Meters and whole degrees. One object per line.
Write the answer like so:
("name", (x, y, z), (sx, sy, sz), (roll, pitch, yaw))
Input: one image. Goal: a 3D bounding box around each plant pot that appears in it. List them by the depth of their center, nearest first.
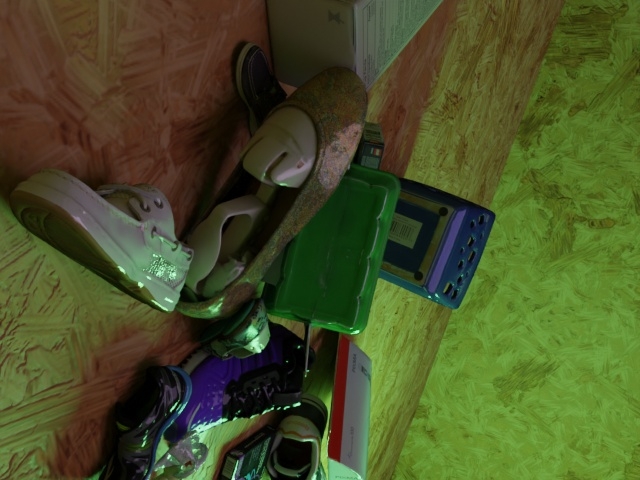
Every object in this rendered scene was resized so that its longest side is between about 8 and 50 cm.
("plant pot", (0.207, -0.004, 1.422), (0.212, 0.235, 0.236), (13, 100, -62))

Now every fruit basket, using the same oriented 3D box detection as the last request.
("fruit basket", (0.000, 0.000, 0.997), (0.353, 0.165, 0.327), (-136, -121, -82))

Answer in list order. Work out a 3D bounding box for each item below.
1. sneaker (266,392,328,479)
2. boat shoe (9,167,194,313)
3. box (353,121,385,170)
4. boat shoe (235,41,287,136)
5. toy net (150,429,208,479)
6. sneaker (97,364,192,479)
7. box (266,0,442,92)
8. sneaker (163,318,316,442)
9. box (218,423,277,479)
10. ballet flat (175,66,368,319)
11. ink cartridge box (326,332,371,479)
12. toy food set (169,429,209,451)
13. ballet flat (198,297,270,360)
("sneaker", (-0.056, 0.486, 1.411), (0.127, 0.126, 0.321), (-52, 148, -60))
("boat shoe", (-0.184, -0.014, 0.620), (0.096, 0.098, 0.277), (-62, 168, -15))
("box", (0.072, -0.094, 1.186), (0.114, 0.036, 0.207), (-87, -173, -63))
("boat shoe", (-0.063, -0.173, 0.810), (0.056, 0.049, 0.152), (-58, 158, -24))
("toy net", (-0.192, 0.326, 0.913), (0.122, 0.045, 0.232), (-21, 152, -47))
("sneaker", (-0.231, 0.237, 0.823), (0.078, 0.067, 0.188), (35, 79, -48))
("box", (0.066, -0.329, 0.867), (0.311, 0.121, 0.148), (-53, 155, -34))
("sneaker", (-0.100, 0.208, 0.979), (0.293, 0.146, 0.102), (-36, 143, -55))
("box", (-0.143, 0.431, 1.276), (0.162, 0.029, 0.116), (-15, 125, -67))
("ballet flat", (-0.069, -0.050, 0.768), (0.349, 0.123, 0.123), (-55, 163, 14))
("ink cartridge box", (0.073, 0.373, 1.509), (0.385, 0.091, 0.308), (90, 7, -49))
("toy food set", (-0.192, 0.285, 1.011), (0.083, 0.020, 0.082), (-64, 159, -8))
("ballet flat", (-0.100, 0.121, 0.876), (0.070, 0.070, 0.188), (-56, -167, -27))
